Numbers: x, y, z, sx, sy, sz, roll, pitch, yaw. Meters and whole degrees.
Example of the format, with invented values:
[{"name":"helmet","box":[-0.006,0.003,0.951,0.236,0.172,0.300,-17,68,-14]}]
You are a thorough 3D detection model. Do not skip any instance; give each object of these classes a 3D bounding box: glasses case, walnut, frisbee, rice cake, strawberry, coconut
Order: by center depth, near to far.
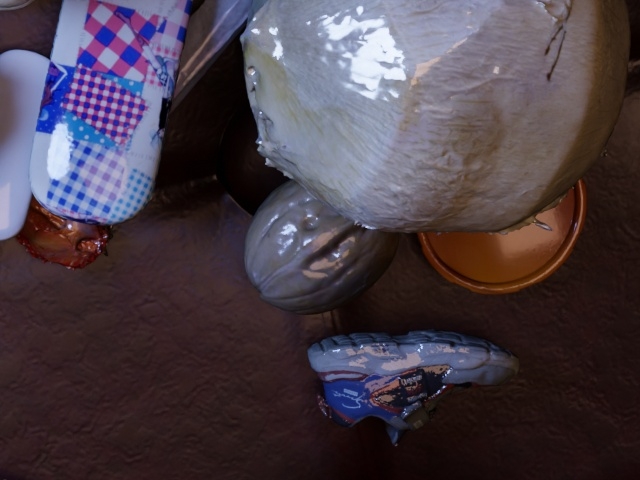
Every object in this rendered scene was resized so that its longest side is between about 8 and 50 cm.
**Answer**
[{"name":"coconut","box":[0.088,-0.178,1.861,0.360,0.346,0.346,8,100,-23]},{"name":"glasses case","box":[-0.199,-0.176,1.908,0.125,0.076,0.327,12,80,-2]},{"name":"glasses case","box":[-0.307,-0.093,1.929,0.074,0.049,0.193,15,79,-10]},{"name":"rice cake","box":[-0.129,-0.188,1.971,0.055,0.049,0.270,39,91,5]},{"name":"strawberry","box":[-0.270,-0.031,1.974,0.152,0.048,0.104,33,90,-20]},{"name":"walnut","box":[0.000,0.000,1.997,0.162,0.140,0.140,-34,107,-14]},{"name":"frisbee","box":[0.188,-0.038,2.080,0.192,0.035,0.192,-2,101,-12]}]

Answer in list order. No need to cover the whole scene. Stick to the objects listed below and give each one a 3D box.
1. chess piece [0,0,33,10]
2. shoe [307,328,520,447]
[{"name":"chess piece","box":[-0.301,-0.264,1.780,0.124,0.307,0.139,-8,103,-10]},{"name":"shoe","box":[0.098,0.160,2.066,0.227,0.099,0.125,1,94,-8]}]
